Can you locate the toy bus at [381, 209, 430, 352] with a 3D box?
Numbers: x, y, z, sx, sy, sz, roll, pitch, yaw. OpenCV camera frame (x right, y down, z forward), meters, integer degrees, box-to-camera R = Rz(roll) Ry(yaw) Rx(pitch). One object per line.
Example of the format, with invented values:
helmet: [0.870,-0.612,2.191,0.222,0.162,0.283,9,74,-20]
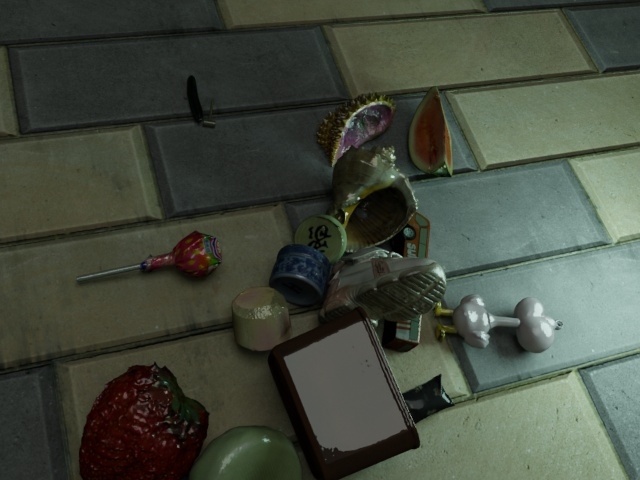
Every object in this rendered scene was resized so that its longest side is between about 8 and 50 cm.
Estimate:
toy bus: [0.233,0.104,1.949,0.092,0.093,0.408,18,59,-13]

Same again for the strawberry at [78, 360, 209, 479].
strawberry: [-0.398,0.422,1.531,0.288,0.238,0.250,-42,57,-1]

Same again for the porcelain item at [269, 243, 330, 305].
porcelain item: [-0.052,0.087,1.855,0.147,0.147,0.114,19,56,-3]

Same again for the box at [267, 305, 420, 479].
box: [0.043,0.362,1.639,0.229,0.239,0.339,-21,77,-14]

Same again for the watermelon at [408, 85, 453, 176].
watermelon: [0.333,-0.306,2.192,0.129,0.159,0.303,-8,61,15]

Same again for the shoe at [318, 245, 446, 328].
shoe: [0.146,0.096,1.809,0.172,0.351,0.198,42,36,-40]

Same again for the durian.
durian: [0.112,-0.373,2.160,0.261,0.186,0.153,-30,78,-40]

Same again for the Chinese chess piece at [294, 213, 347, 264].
Chinese chess piece: [0.000,0.000,1.925,0.144,0.058,0.144,1,95,15]

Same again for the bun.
bun: [-0.180,0.528,1.546,0.283,0.179,0.283,-3,95,-43]

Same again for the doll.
doll: [0.494,0.224,1.945,0.365,0.094,0.160,6,57,-11]

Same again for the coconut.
coconut: [-0.148,0.205,1.768,0.147,0.152,0.147,-5,23,2]

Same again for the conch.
conch: [0.137,-0.114,2.001,0.263,0.324,0.186,33,13,12]

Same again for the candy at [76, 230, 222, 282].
candy: [-0.431,0.062,1.804,0.366,0.124,0.124,-13,65,-13]

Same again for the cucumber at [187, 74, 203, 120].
cucumber: [-0.379,-0.425,2.131,0.036,0.033,0.184,-18,64,5]

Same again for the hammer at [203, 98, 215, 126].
hammer: [-0.328,-0.384,2.132,0.036,0.019,0.110,8,54,-10]

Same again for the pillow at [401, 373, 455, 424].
pillow: [0.262,0.407,1.808,0.150,0.048,0.090,-21,60,-20]
